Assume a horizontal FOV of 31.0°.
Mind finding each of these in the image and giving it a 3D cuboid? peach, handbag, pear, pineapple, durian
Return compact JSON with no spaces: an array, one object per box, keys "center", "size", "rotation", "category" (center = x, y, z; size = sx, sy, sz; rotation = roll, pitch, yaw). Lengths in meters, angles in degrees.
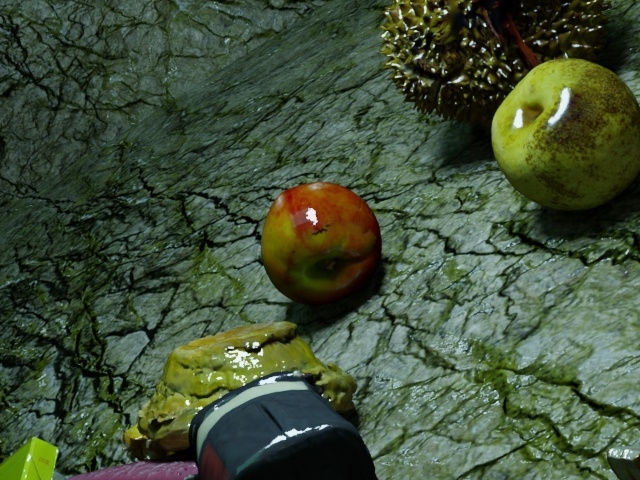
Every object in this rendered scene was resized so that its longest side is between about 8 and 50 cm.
[{"center":[0.000,0.000,1.687],"size":[0.197,0.197,0.197],"rotation":[-30,23,14],"category":"peach"},{"center":[-0.029,0.267,1.113],"size":[0.181,0.254,0.181],"rotation":[-24,19,-13],"category":"handbag"},{"center":[0.327,-0.129,1.483],"size":[0.197,0.197,0.197],"rotation":[-30,23,14],"category":"pear"},{"center":[-0.201,0.270,1.605],"size":[0.137,0.069,0.116],"rotation":[-16,23,21],"category":"pineapple"},{"center":[0.268,-0.342,1.764],"size":[0.384,0.348,0.347],"rotation":[-34,23,4],"category":"durian"}]

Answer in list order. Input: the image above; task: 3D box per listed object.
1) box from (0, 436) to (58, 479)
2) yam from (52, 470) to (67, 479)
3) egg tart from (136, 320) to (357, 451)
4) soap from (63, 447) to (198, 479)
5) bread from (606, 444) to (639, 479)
[{"center":[-0.435,0.433,1.484],"size":[0.187,0.047,0.335],"rotation":[-39,31,31],"category":"box"},{"center":[-0.359,0.375,1.575],"size":[0.093,0.093,0.259],"rotation":[-45,24,-20],"category":"yam"},{"center":[-0.097,0.172,1.423],"size":[0.294,0.123,0.294],"rotation":[-10,0,0],"category":"egg tart"},{"center":[-0.189,0.319,1.308],"size":[0.324,0.127,0.220],"rotation":[-11,1,41],"category":"soap"},{"center":[0.300,0.210,1.020],"size":[0.109,0.062,0.043],"rotation":[1,4,-34],"category":"bread"}]
